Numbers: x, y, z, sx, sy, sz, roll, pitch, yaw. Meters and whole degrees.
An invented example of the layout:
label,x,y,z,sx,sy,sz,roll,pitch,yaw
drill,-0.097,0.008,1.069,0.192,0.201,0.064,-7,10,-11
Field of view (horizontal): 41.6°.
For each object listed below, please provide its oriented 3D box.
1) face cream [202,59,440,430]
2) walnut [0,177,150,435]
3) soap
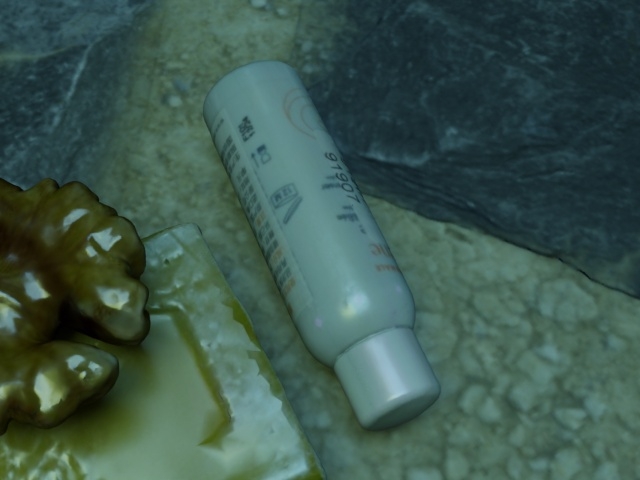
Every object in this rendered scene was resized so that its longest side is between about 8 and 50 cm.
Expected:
label,x,y,z,sx,sy,sz,roll,pitch,yaw
face cream,0.000,0.000,0.575,0.082,0.082,0.269,-21,65,-13
walnut,-0.172,0.032,0.460,0.170,0.069,0.143,21,64,11
soap,-0.174,0.135,0.493,0.314,0.091,0.199,-23,64,-14
